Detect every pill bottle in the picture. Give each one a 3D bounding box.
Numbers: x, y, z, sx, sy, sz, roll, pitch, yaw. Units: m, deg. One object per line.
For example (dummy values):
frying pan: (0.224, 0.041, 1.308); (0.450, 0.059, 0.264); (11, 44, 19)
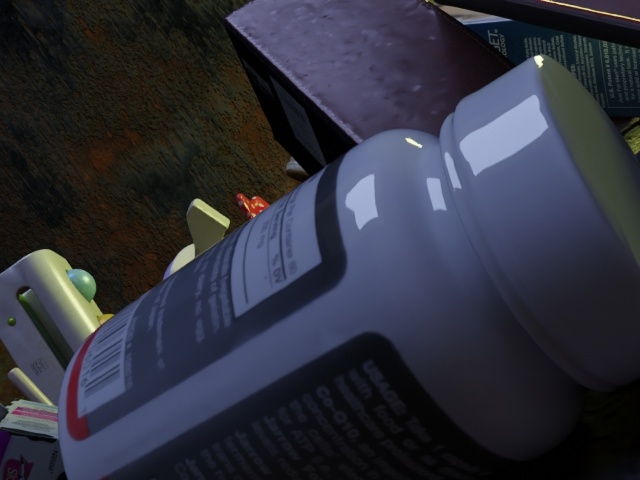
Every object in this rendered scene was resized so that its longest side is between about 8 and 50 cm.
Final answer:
pill bottle: (0.022, 0.049, 0.418); (0.283, 0.161, 0.161); (-33, 4, 28)

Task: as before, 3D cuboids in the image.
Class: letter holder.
letter holder: (0.096, -0.118, 0.719); (0.214, 0.152, 0.302); (-34, 48, -8)

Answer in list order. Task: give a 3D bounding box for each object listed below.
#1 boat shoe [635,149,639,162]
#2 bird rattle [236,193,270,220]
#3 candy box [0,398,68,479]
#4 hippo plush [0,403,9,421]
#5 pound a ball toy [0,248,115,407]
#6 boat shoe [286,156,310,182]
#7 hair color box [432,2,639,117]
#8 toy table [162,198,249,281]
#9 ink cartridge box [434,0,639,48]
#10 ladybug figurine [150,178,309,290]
boat shoe: (0.244, -0.054, 0.456); (0.076, 0.080, 0.228); (-37, -4, -6)
bird rattle: (0.000, 0.000, 1.284); (0.253, 0.143, 0.207); (1, 1, 42)
candy box: (-0.249, 0.222, 0.720); (0.233, 0.071, 0.159); (162, 121, -75)
hippo plush: (-0.205, 0.222, 0.358); (0.294, 0.234, 0.236); (-51, 38, -12)
pound a ball toy: (-0.308, 0.160, 1.136); (0.135, 0.319, 0.208); (-36, -12, -6)
boat shoe: (0.103, -0.119, 1.198); (0.302, 0.098, 0.109); (0, -3, -3)
hair color box: (0.256, -0.202, 0.873); (0.347, 0.105, 0.174); (8, 34, 45)
toy table: (-0.151, 0.054, 1.468); (0.161, 0.252, 0.274); (-47, 29, 26)
ink cartridge box: (0.213, -0.163, 0.575); (0.261, 0.296, 0.066); (-40, -35, -74)
ladybug figurine: (-0.006, 0.022, 1.000); (0.449, 0.162, 0.305); (-35, 4, 2)
